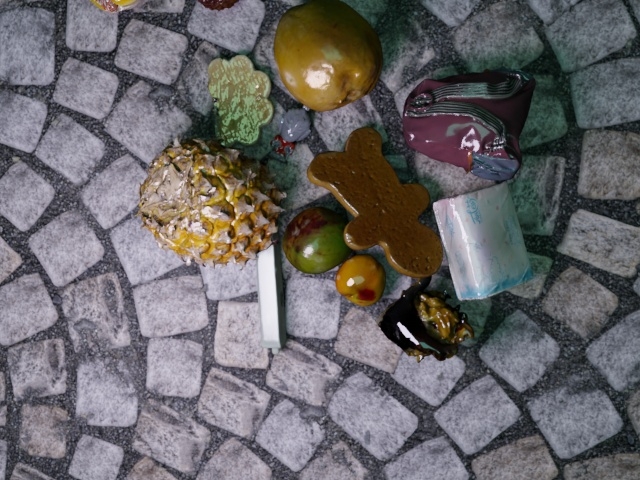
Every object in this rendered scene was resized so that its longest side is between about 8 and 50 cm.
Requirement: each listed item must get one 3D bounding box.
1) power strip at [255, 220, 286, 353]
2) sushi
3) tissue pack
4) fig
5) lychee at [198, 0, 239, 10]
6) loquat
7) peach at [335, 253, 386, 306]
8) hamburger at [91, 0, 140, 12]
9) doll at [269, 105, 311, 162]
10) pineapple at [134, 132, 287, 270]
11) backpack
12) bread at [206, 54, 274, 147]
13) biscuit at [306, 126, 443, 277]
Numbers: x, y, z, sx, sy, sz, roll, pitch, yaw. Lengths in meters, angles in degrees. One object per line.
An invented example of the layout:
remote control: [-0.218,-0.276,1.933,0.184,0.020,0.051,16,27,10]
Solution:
power strip: [-0.138,0.123,1.741,0.062,0.091,0.386,-3,93,9]
sushi: [0.274,0.213,1.642,0.200,0.213,0.204,-44,82,2]
tissue pack: [0.421,0.002,1.634,0.201,0.124,0.271,-16,91,-29]
fig: [0.000,0.000,1.684,0.190,0.181,0.181,-2,93,-19]
lychee: [-0.264,-0.718,1.676,0.188,0.188,0.188,0,93,6]
loquat: [0.017,-0.477,1.617,0.275,0.276,0.284,-20,88,6]
peach: [0.112,0.104,1.696,0.138,0.138,0.138,0,93,6]
hamburger: [-0.580,-0.724,1.729,0.173,0.116,0.210,-42,89,3]
doll: [-0.082,-0.294,1.726,0.094,0.079,0.180,28,108,-11]
pineapple: [-0.287,-0.100,1.603,0.352,0.300,0.353,-10,72,33]
backpack: [0.367,-0.315,1.612,0.317,0.197,0.284,13,73,9]
bread: [-0.218,-0.384,1.749,0.181,0.039,0.251,-8,92,5]
biscuit: [0.154,-0.078,1.651,0.283,0.064,0.432,-34,81,-24]
